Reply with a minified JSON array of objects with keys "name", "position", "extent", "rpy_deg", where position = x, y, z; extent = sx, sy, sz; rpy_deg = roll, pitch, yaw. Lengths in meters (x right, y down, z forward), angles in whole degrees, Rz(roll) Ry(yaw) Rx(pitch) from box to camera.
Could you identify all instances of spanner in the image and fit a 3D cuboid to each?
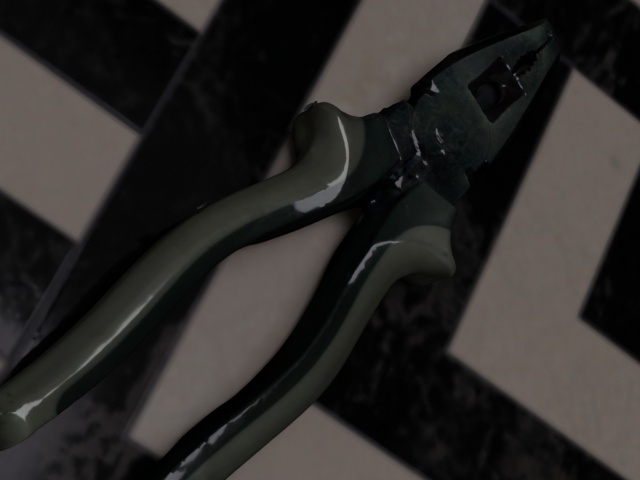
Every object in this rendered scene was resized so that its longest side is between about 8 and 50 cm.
[{"name":"spanner","position":[0.000,0.000,0.669],"extent":[0.325,0.040,0.095],"rpy_deg":[-42,101,-29]}]
